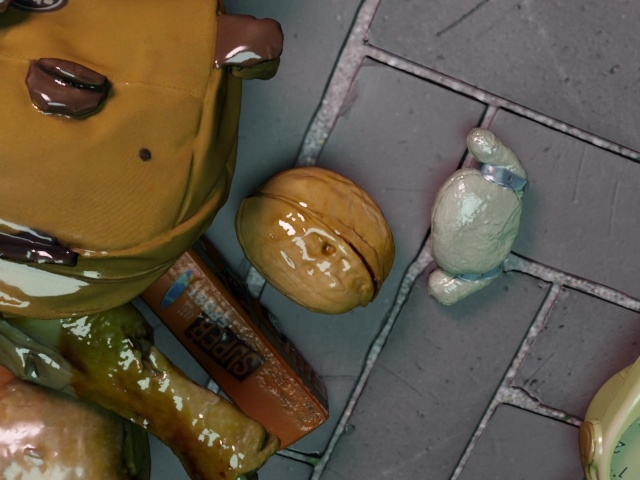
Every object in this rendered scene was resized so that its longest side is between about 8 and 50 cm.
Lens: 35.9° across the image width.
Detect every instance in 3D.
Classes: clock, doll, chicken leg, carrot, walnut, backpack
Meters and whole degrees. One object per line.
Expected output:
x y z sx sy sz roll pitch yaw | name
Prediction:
0.425 0.248 1.206 0.235 0.096 0.308 30 107 -16 | clock
0.171 -0.020 1.093 0.104 0.071 0.214 6 115 -5 | doll
-0.204 0.113 0.976 0.429 0.201 0.152 39 70 4 | chicken leg
-0.367 0.239 1.079 0.341 0.224 0.224 -7 112 2 | carrot
0.000 0.000 1.057 0.144 0.144 0.180 -43 100 12 | walnut
-0.224 -0.115 0.879 0.354 0.377 0.201 8 147 -15 | backpack

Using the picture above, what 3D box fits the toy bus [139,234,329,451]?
-0.134 0.061 1.092 0.093 0.092 0.408 -35 110 9 | toy bus
